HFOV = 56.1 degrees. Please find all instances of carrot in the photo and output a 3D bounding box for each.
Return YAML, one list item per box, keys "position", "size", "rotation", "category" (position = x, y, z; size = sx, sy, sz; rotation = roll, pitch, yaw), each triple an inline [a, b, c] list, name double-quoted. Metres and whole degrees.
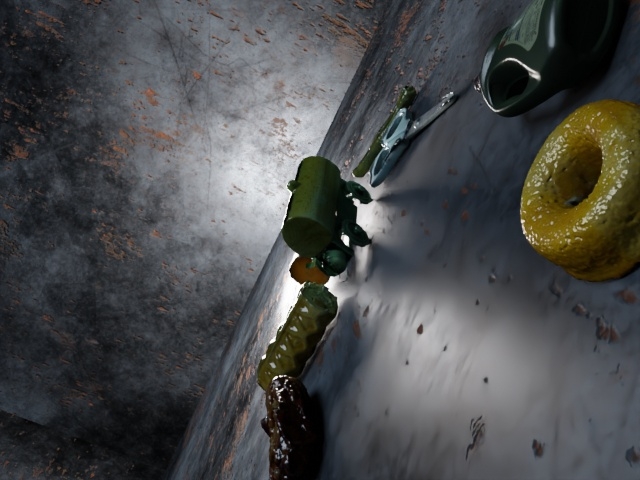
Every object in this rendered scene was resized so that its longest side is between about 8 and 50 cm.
- position: [0.000, 0.000, 1.433]
  size: [0.102, 0.101, 0.263]
  rotation: [-58, 9, 38]
  category: "carrot"

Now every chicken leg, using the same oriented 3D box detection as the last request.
- position: [-0.060, 0.323, 1.023]
  size: [0.322, 0.082, 0.178]
  rotation: [-127, 47, -77]
  category: "chicken leg"

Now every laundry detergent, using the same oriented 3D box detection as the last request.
- position: [0.234, -0.205, 0.684]
  size: [0.221, 0.078, 0.145]
  rotation: [150, 139, -73]
  category: "laundry detergent"

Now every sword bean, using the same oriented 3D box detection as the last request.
- position: [0.147, -0.246, 1.402]
  size: [0.269, 0.038, 0.043]
  rotation: [-58, 37, 40]
  category: "sword bean"

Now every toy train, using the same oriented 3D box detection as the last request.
- position: [0.003, -0.048, 1.227]
  size: [0.126, 0.189, 0.308]
  rotation: [-57, 13, 33]
  category: "toy train"

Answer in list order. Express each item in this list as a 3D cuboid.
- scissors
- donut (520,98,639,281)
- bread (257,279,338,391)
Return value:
- position: [0.177, -0.220, 1.182]
  size: [0.191, 0.029, 0.360]
  rotation: [-67, 9, -14]
  category: "scissors"
- position: [0.212, -0.043, 0.467]
  size: [0.152, 0.058, 0.152]
  rotation: [-157, 90, -79]
  category: "donut"
- position: [-0.053, 0.207, 1.224]
  size: [0.087, 0.098, 0.270]
  rotation: [-9, -45, -53]
  category: "bread"
